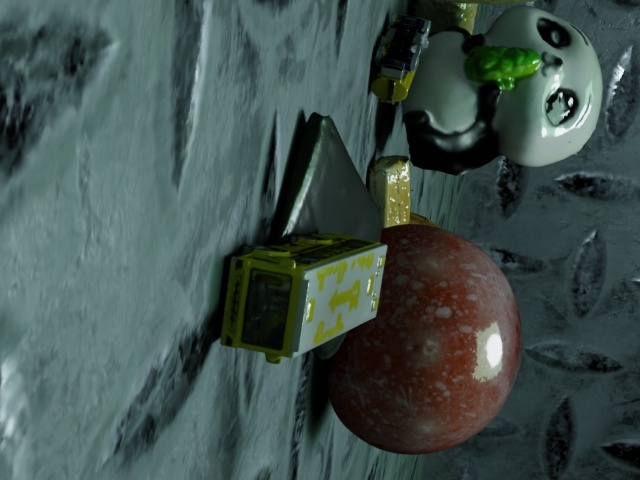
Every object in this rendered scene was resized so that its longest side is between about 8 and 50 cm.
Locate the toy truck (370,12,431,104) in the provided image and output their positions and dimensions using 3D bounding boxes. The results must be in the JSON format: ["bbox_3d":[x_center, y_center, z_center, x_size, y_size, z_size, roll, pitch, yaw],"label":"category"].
[{"bbox_3d":[0.094,-0.217,1.515,0.123,0.052,0.063,-68,168,-48],"label":"toy truck"}]

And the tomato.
[{"bbox_3d":[0.124,0.120,1.499,0.270,0.227,0.270,8,90,-78],"label":"tomato"}]

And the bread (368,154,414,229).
[{"bbox_3d":[0.085,-0.055,1.628,0.072,0.053,0.106,-31,131,-47],"label":"bread"}]

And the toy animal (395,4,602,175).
[{"bbox_3d":[0.226,-0.191,1.636,0.212,0.266,0.213,-10,90,-77],"label":"toy animal"}]

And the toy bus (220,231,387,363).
[{"bbox_3d":[-0.011,0.042,1.033,0.226,0.074,0.081,-11,112,-71],"label":"toy bus"}]

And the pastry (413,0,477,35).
[{"bbox_3d":[0.172,-0.269,1.805,0.258,0.089,0.121,88,18,-47],"label":"pastry"}]

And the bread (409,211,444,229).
[{"bbox_3d":[0.139,0.058,1.831,0.229,0.139,0.143,76,33,-64],"label":"bread"}]

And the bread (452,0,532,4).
[{"bbox_3d":[0.099,-0.293,0.706,0.237,0.320,0.321,22,77,-70],"label":"bread"}]

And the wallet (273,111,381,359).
[{"bbox_3d":[0.000,0.000,1.200,0.245,0.052,0.169,63,42,-63],"label":"wallet"}]
